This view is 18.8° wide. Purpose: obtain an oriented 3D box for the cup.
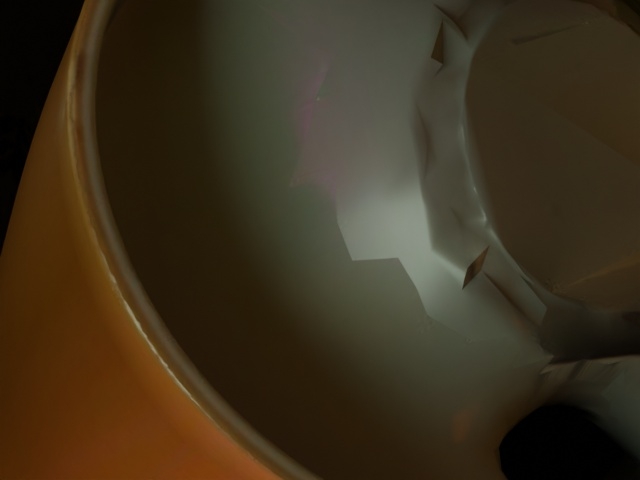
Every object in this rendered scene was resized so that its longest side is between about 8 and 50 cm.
[{"bbox_3d":[0.006,0.040,0.521,0.226,0.182,0.264,30,145,-11],"label":"cup"}]
